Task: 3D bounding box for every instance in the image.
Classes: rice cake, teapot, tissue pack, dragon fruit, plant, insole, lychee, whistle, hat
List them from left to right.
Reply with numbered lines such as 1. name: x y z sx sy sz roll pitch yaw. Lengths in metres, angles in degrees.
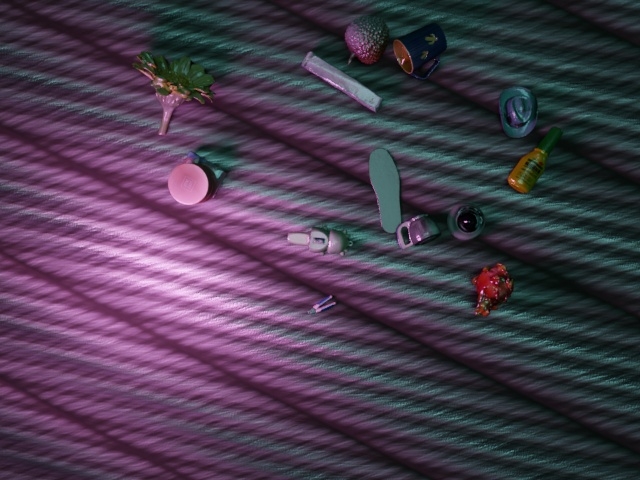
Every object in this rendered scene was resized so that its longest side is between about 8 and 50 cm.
1. plant: -0.521 -0.558 1.853 0.261 0.297 0.306 -29 46 -20
2. tissue pack: -0.448 -0.248 1.891 0.155 0.065 0.115 31 93 1
3. whistle: 0.000 0.000 1.867 0.245 0.092 0.110 5 93 1
4. rice cake: 0.081 -0.589 1.862 0.336 0.063 0.066 34 97 0
5. lychee: 0.159 -0.716 1.808 0.197 0.165 0.165 -43 90 8
6. insole: 0.250 -0.188 1.894 0.111 0.007 0.327 -9 91 4
7. teapot: 0.365 -0.037 1.860 0.111 0.149 0.108 -9 72 -39
8. dragon fruit: 0.622 0.185 1.826 0.150 0.133 0.207 29 89 -2
9. hat: 0.726 -0.475 1.831 0.138 0.078 0.190 -6 91 1

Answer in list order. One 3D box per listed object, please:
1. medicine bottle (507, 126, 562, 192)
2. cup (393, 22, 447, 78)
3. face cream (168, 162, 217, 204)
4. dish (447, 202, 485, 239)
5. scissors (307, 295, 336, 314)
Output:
1. medicine bottle: 0.794 -0.299 1.841 0.095 0.064 0.260 35 92 1
2. cup: 0.372 -0.685 1.828 0.155 0.131 0.176 -31 120 -1
3. face cream: -0.458 -0.205 1.810 0.149 0.104 0.149 1 98 6
4. dish: 0.545 -0.071 1.850 0.141 0.078 0.141 0 91 2
5. scissors: 0.003 0.252 1.912 0.113 0.012 0.039 -30 90 3
